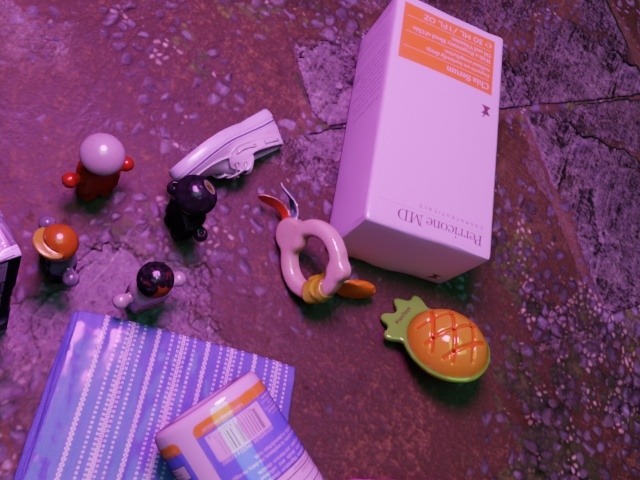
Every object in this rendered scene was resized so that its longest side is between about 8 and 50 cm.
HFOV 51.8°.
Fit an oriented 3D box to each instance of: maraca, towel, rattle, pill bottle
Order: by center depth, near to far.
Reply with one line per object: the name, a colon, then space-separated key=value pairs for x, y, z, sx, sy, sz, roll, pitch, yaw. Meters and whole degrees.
pill bottle: x=-0.074 y=0.316 z=0.824 sx=0.152 sy=0.152 sz=0.272 roll=-31 pitch=86 yaw=-30
towel: x=-0.207 y=0.248 z=0.898 sx=0.336 sy=0.040 sz=0.243 roll=19 pitch=63 yaw=-19
rattle: x=0.000 y=0.000 z=1.056 sx=0.143 sy=0.130 sz=0.199 roll=-12 pitch=55 yaw=-35
maraca: x=0.187 y=0.159 z=1.073 sx=0.186 sy=0.099 sz=0.127 roll=31 pitch=49 yaw=18

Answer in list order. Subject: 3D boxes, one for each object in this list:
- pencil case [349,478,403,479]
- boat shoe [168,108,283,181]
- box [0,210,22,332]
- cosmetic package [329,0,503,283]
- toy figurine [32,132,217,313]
pencil case: x=0.207 y=0.437 z=0.938 sx=0.386 sy=0.160 sz=0.167 roll=11 pitch=81 yaw=-21
boat shoe: x=-0.134 y=-0.135 z=1.034 sx=0.226 sy=0.083 sz=0.075 roll=-41 pitch=99 yaw=-39
box: x=-0.429 y=-0.026 z=0.738 sx=0.077 sy=0.307 sz=0.242 roll=-25 pitch=83 yaw=-33
cosmetic package: x=0.172 y=-0.178 z=1.153 sx=0.230 sy=0.161 sz=0.453 roll=17 pitch=65 yaw=-18
toy figurine: x=-0.266 y=-0.017 z=0.901 sx=0.213 sy=0.148 sz=0.209 roll=27 pitch=62 yaw=-13
